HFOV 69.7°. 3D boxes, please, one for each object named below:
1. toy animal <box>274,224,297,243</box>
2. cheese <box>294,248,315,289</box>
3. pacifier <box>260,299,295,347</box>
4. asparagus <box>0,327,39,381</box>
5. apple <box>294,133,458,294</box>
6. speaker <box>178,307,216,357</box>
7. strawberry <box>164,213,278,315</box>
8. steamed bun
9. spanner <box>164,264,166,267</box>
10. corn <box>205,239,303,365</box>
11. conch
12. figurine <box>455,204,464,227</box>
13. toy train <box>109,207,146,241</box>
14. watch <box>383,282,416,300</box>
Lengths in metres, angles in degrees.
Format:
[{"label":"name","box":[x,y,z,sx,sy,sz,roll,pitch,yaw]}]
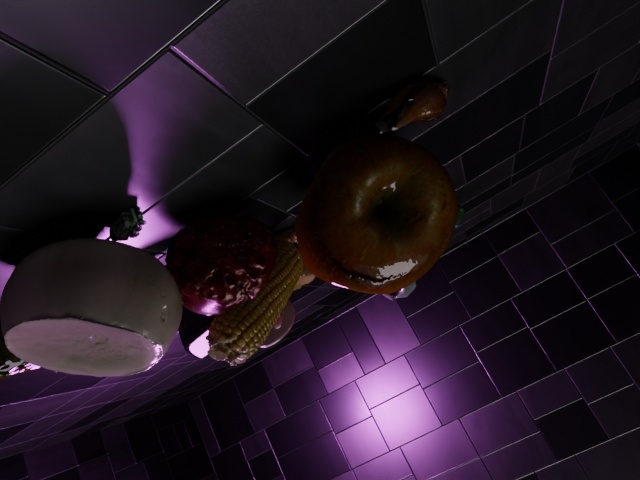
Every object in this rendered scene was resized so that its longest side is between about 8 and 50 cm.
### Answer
[{"label":"toy animal","box":[-0.149,0.014,1.372,0.241,0.057,0.099,-16,153,-29]},{"label":"cheese","box":[-0.126,0.116,1.608,0.225,0.117,0.214,-9,159,-35]},{"label":"pacifier","box":[-0.259,0.288,1.706,0.331,0.221,0.273,-8,168,17]},{"label":"asparagus","box":[-0.653,0.245,1.151,0.108,0.129,0.381,6,-170,41]},{"label":"apple","box":[0.117,-0.054,1.069,0.383,0.374,0.374,-31,164,-8]},{"label":"speaker","box":[-0.359,0.229,1.477,0.388,0.180,0.184,-39,153,30]},{"label":"strawberry","box":[-0.228,0.043,1.047,0.274,0.220,0.274,-35,-159,15]},{"label":"steamed bun","box":[-0.433,0.122,0.897,0.324,0.206,0.324,-2,143,-2]},{"label":"spanner","box":[-0.332,0.122,1.181,0.324,0.040,0.095,24,133,-32]},{"label":"corn","box":[-0.156,0.152,1.203,0.387,0.144,0.144,-55,-176,-40]},{"label":"conch","box":[0.204,-0.289,0.962,0.232,0.086,0.080,-18,160,-36]},{"label":"figurine","box":[0.509,-0.082,2.009,0.234,0.127,0.185,-28,174,-39]},{"label":"toy train","box":[-0.379,-0.031,0.904,0.053,0.033,0.083,-7,153,-42]},{"label":"watch","box":[0.286,0.111,1.887,0.161,0.253,0.241,-21,124,-24]}]
